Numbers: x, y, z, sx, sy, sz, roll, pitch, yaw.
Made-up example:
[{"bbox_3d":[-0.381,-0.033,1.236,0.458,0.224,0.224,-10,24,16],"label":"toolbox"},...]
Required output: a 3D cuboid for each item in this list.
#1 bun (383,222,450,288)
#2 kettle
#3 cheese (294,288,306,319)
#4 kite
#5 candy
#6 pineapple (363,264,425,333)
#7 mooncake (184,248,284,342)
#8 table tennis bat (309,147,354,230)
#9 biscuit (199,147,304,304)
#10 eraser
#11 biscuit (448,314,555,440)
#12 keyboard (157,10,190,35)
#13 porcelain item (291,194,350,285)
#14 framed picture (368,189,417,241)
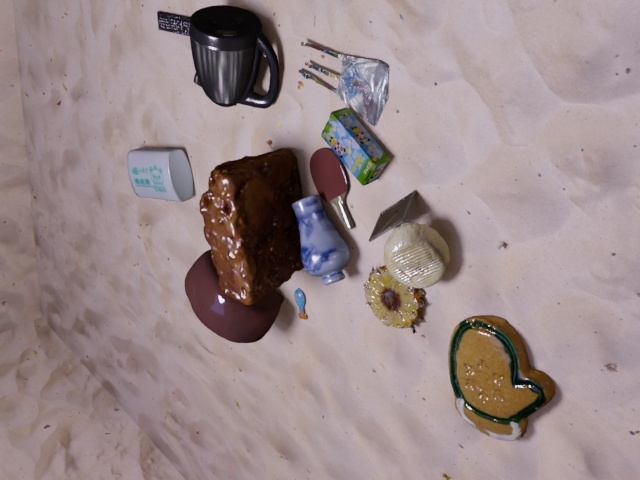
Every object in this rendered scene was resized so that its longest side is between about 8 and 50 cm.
[{"bbox_3d":[0.243,0.031,1.768,0.164,0.111,0.188,-29,121,31],"label":"bun"},{"bbox_3d":[-0.258,-0.516,2.035,0.207,0.250,0.271,-109,21,-44],"label":"kettle"},{"bbox_3d":[-0.066,0.209,2.281,0.047,0.017,0.111,13,118,47],"label":"cheese"},{"bbox_3d":[0.059,-0.439,1.832,0.310,0.015,0.169,36,134,25],"label":"kite"},{"bbox_3d":[0.090,-0.249,1.849,0.195,0.062,0.097,53,144,16],"label":"candy"},{"bbox_3d":[0.206,0.164,1.942,0.221,0.047,0.221,22,124,38],"label":"pineapple"},{"bbox_3d":[-0.290,0.174,2.311,0.325,0.334,0.174,33,115,-7],"label":"mooncake"},{"bbox_3d":[0.040,-0.147,1.995,0.138,0.022,0.247,-21,90,51],"label":"table tennis bat"},{"bbox_3d":[-0.189,-0.048,2.036,0.166,0.342,0.396,7,113,34],"label":"biscuit"},{"bbox_3d":[-0.593,-0.244,2.569,0.289,0.104,0.189,8,110,44],"label":"eraser"},{"bbox_3d":[0.449,0.360,1.765,0.287,0.057,0.344,14,119,43],"label":"biscuit"},{"bbox_3d":[-0.471,-0.708,2.277,0.204,0.013,0.061,24,125,38],"label":"keyboard"},{"bbox_3d":[0.000,0.000,2.023,0.141,0.141,0.259,-24,82,50],"label":"porcelain item"},{"bbox_3d":[0.187,-0.062,1.812,0.011,0.109,0.149,38,142,-14],"label":"framed picture"}]
